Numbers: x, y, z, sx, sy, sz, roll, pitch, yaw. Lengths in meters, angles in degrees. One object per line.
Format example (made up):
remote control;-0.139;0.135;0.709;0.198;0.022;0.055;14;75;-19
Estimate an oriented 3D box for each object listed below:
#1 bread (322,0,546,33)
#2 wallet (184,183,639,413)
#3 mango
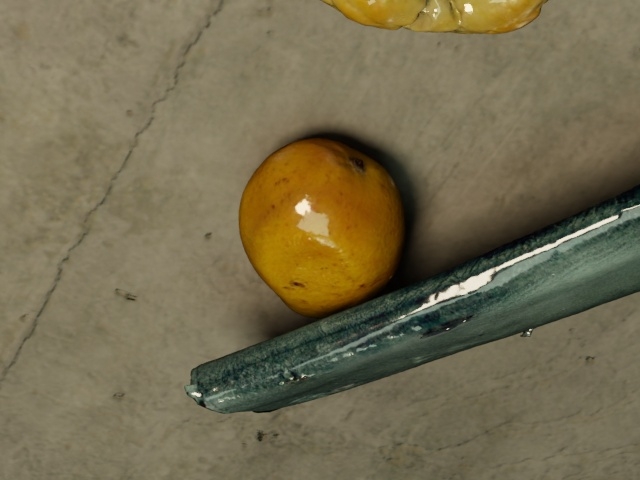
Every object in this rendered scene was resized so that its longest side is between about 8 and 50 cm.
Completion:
bread;0.059;-0.211;0.879;0.244;0.134;0.244;-3;135;-3
wallet;0.107;0.048;1.149;0.379;0.046;0.190;-23;165;19
mango;0.006;-0.003;1.123;0.115;0.089;0.165;-16;139;13
